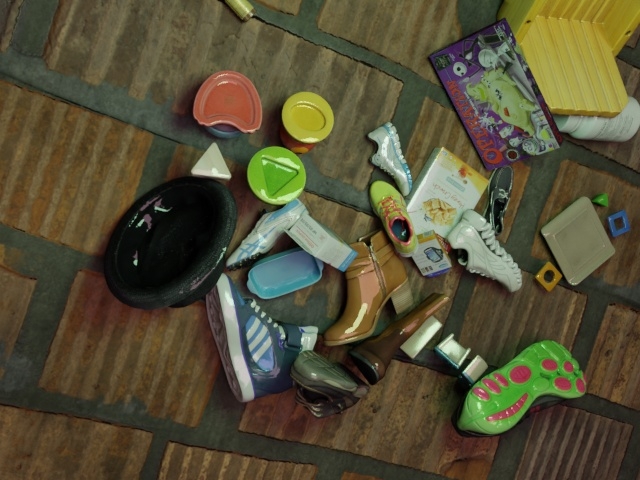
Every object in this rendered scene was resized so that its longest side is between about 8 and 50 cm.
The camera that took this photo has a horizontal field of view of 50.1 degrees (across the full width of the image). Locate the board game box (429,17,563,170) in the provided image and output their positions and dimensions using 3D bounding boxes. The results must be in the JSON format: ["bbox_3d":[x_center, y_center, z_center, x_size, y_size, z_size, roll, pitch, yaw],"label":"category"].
[{"bbox_3d":[0.443,-0.358,1.729,0.056,0.208,0.347,-47,111,-40],"label":"board game box"}]

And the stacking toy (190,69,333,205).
[{"bbox_3d":[-0.150,-0.218,1.556,0.308,0.130,0.280,17,75,-12],"label":"stacking toy"}]

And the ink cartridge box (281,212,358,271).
[{"bbox_3d":[0.000,0.000,1.611,0.062,0.104,0.181,-51,146,6],"label":"ink cartridge box"}]

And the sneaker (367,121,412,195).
[{"bbox_3d":[0.170,-0.195,1.723,0.082,0.071,0.191,-23,95,-9],"label":"sneaker"}]

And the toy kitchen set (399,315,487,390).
[{"bbox_3d":[0.324,0.322,1.840,0.207,0.166,0.122,41,80,18],"label":"toy kitchen set"}]

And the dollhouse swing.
[{"bbox_3d":[0.678,-0.529,1.719,0.346,0.315,0.305,0,52,-20],"label":"dollhouse swing"}]

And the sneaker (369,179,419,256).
[{"bbox_3d":[0.183,-0.063,1.692,0.081,0.094,0.209,-29,76,5],"label":"sneaker"}]

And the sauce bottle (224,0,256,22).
[{"bbox_3d":[-0.201,-0.554,1.551,0.042,0.042,0.128,-47,111,-9],"label":"sauce bottle"}]

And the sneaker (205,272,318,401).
[{"bbox_3d":[-0.127,0.207,1.638,0.236,0.130,0.323,-17,98,-27],"label":"sneaker"}]

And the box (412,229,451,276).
[{"bbox_3d":[0.282,0.037,1.771,0.081,0.028,0.136,-20,128,21],"label":"box"}]

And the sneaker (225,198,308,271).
[{"bbox_3d":[-0.137,-0.017,1.629,0.237,0.085,0.086,-41,81,-7],"label":"sneaker"}]

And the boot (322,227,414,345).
[{"bbox_3d":[0.092,0.117,1.703,0.283,0.109,0.220,-27,104,-16],"label":"boot"}]

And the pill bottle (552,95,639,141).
[{"bbox_3d":[0.742,-0.340,1.871,0.229,0.131,0.131,1,96,-20],"label":"pill bottle"}]

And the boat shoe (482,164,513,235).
[{"bbox_3d":[0.488,-0.109,1.843,0.075,0.065,0.206,15,91,-21],"label":"boat shoe"}]

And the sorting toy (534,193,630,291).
[{"bbox_3d":[0.728,0.002,1.956,0.347,0.047,0.196,-36,103,-13],"label":"sorting toy"}]

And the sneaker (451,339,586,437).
[{"bbox_3d":[0.542,0.411,1.886,0.482,0.202,0.185,-10,65,-32],"label":"sneaker"}]

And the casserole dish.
[{"bbox_3d":[-0.086,0.073,1.639,0.188,0.037,0.114,-20,128,3],"label":"casserole dish"}]

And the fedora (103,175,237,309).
[{"bbox_3d":[-0.305,0.025,1.507,0.334,0.334,0.152,-42,144,-11],"label":"fedora"}]

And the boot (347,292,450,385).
[{"bbox_3d":[0.206,0.232,1.668,0.280,0.264,0.096,-35,82,-3],"label":"boot"}]

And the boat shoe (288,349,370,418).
[{"bbox_3d":[0.012,0.357,1.612,0.130,0.132,0.355,-54,150,-2],"label":"boat shoe"}]

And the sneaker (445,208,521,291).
[{"bbox_3d":[0.431,0.047,1.812,0.118,0.110,0.292,-44,119,-3],"label":"sneaker"}]

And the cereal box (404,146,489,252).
[{"bbox_3d":[0.313,-0.099,1.790,0.173,0.047,0.240,31,86,-20],"label":"cereal box"}]
